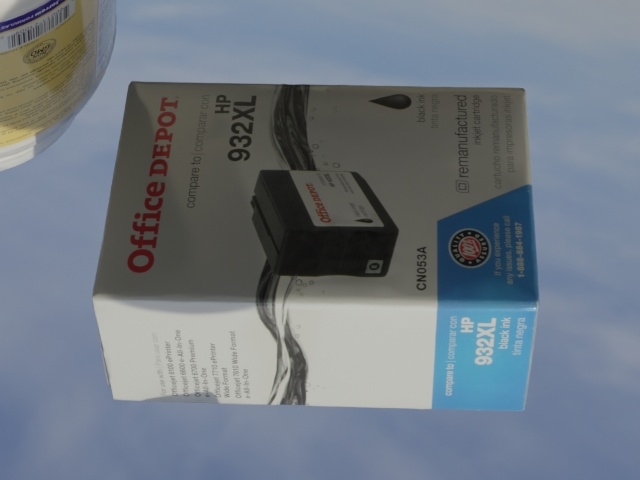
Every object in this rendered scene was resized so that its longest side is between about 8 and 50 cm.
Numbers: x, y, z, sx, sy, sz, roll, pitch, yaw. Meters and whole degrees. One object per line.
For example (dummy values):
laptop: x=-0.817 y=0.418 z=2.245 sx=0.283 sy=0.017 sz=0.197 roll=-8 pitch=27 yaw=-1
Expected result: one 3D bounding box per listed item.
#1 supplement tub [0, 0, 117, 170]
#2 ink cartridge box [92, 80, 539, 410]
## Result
supplement tub: x=-0.266 y=-0.200 z=1.111 sx=0.241 sy=0.241 sz=0.331 roll=10 pitch=160 yaw=-6
ink cartridge box: x=0.000 y=0.000 z=1.140 sx=0.308 sy=0.129 sz=0.223 roll=1 pitch=-130 yaw=3
